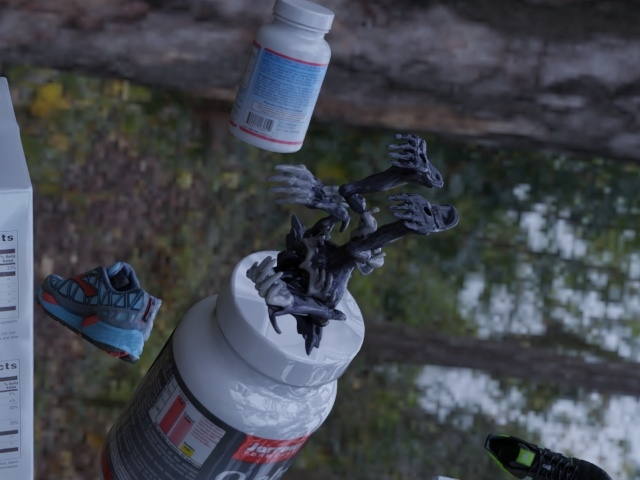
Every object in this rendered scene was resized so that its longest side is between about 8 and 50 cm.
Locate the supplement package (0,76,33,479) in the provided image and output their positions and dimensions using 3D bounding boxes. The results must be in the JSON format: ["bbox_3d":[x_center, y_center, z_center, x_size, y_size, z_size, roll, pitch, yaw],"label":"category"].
[{"bbox_3d":[-0.318,0.038,1.100,0.199,0.198,0.262,-119,-150,-57],"label":"supplement package"}]

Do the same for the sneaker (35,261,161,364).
[{"bbox_3d":[-0.314,0.088,2.190,0.104,0.262,0.125,36,82,-42],"label":"sneaker"}]

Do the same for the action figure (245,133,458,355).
[{"bbox_3d":[0.000,0.000,1.452,0.276,0.141,0.164,-37,-136,40],"label":"action figure"}]

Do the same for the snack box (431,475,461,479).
[{"bbox_3d":[0.143,0.354,1.655,0.022,0.064,0.178,149,-47,-65],"label":"snack box"}]

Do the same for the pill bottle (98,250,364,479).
[{"bbox_3d":[-0.108,0.193,1.799,0.363,0.210,0.210,-56,-161,36],"label":"pill bottle"}]

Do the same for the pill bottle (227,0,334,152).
[{"bbox_3d":[-0.040,-0.184,1.650,0.087,0.087,0.160,-85,-166,-72],"label":"pill bottle"}]

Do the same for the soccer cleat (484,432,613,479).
[{"bbox_3d":[0.277,0.282,1.841,0.072,0.179,0.060,34,77,-45],"label":"soccer cleat"}]
